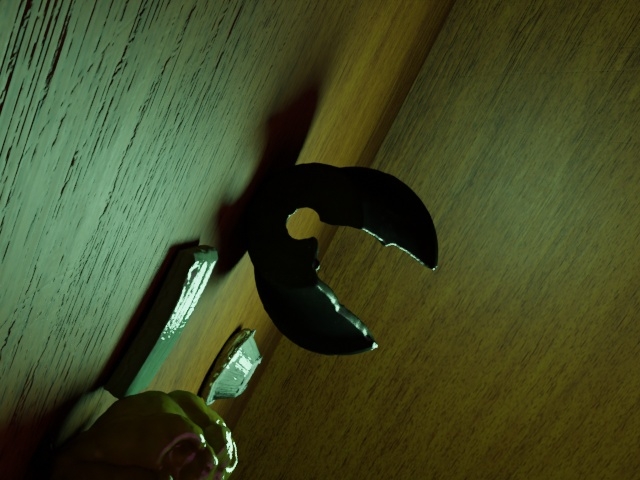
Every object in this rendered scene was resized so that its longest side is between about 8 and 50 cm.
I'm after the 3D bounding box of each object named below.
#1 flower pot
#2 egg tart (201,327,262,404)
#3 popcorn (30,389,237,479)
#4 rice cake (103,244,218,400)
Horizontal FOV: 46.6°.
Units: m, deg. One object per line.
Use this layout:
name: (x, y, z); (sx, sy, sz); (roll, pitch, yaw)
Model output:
flower pot: (0.000, 0.000, 1.352); (0.380, 0.379, 0.251); (-60, 154, -3)
egg tart: (-0.225, 0.339, 1.960); (0.234, 0.094, 0.234); (-58, 175, -8)
popcorn: (-0.233, 0.353, 0.996); (0.297, 0.280, 0.316); (-61, 178, -4)
rice cake: (-0.221, 0.114, 1.062); (0.237, 0.043, 0.127); (-61, 175, 3)
